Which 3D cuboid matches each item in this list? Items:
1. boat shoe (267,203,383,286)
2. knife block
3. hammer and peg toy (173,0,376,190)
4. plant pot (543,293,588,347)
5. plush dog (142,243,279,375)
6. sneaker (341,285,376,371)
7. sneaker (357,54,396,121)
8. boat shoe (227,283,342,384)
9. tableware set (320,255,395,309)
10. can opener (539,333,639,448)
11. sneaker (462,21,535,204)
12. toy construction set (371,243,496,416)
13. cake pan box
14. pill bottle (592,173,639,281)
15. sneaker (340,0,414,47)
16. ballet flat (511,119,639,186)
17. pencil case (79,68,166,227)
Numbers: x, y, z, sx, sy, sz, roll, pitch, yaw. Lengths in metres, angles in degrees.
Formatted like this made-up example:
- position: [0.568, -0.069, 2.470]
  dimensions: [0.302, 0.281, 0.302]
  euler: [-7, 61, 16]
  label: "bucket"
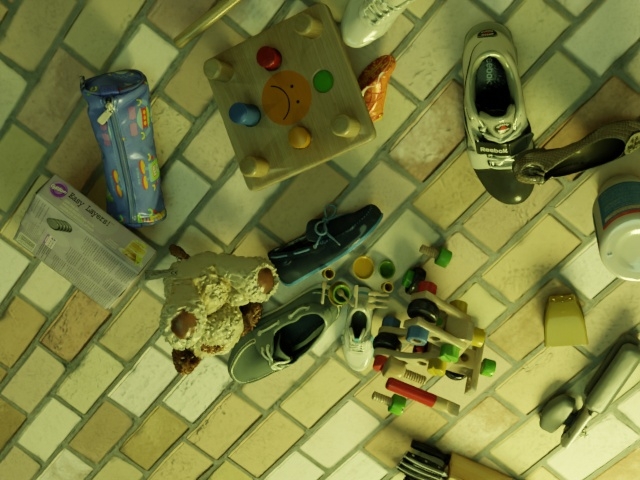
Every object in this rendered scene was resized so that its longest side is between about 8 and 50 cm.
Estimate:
- position: [0.000, 0.000, 1.737]
  dimensions: [0.258, 0.109, 0.089]
  euler: [-35, 102, 22]
  label: "boat shoe"
- position: [0.304, 0.514, 1.938]
  dimensions: [0.276, 0.088, 0.242]
  euler: [-17, 112, 20]
  label: "knife block"
- position: [-0.080, -0.293, 1.581]
  dimensions: [0.266, 0.127, 0.361]
  euler: [-23, 85, 21]
  label: "hammer and peg toy"
- position: [0.464, 0.149, 1.731]
  dimensions: [0.081, 0.081, 0.083]
  euler: [-6, 104, 14]
  label: "plant pot"
- position: [-0.225, 0.138, 1.793]
  dimensions: [0.211, 0.262, 0.225]
  euler: [32, 141, 39]
  label: "plush dog"
- position: [0.073, 0.192, 1.830]
  dimensions: [0.071, 0.083, 0.190]
  euler: [3, 118, 8]
  label: "sneaker"
- position: [0.092, -0.255, 1.624]
  dimensions: [0.067, 0.064, 0.175]
  euler: [18, 125, -21]
  label: "sneaker"
- position: [-0.087, 0.208, 1.860]
  dimensions: [0.319, 0.099, 0.116]
  euler: [-39, 103, 25]
  label: "boat shoe"
- position: [0.074, 0.079, 1.753]
  dimensions: [0.154, 0.024, 0.104]
  euler: [7, 84, -22]
  label: "tableware set"
- position: [0.534, 0.300, 1.792]
  dimensions: [0.093, 0.074, 0.280]
  euler: [28, 118, -2]
  label: "can opener"
- position: [0.300, -0.194, 1.557]
  dimensions: [0.122, 0.146, 0.330]
  euler: [-11, 115, 15]
  label: "sneaker"
- position: [0.237, 0.220, 1.702]
  dimensions: [0.237, 0.309, 0.257]
  euler: [23, 127, -6]
  label: "toy construction set"
- position: [-0.472, 0.013, 1.795]
  dimensions: [0.246, 0.070, 0.267]
  euler: [40, 147, -7]
  label: "cake pan box"
- position: [0.529, -0.032, 1.544]
  dimensions: [0.124, 0.221, 0.124]
  euler: [5, 118, 10]
  label: "pill bottle"
- position: [0.111, -0.407, 1.502]
  dimensions: [0.090, 0.115, 0.232]
  euler: [40, 117, -9]
  label: "sneaker"
- position: [0.449, -0.143, 1.550]
  dimensions: [0.250, 0.058, 0.084]
  euler: [-15, 133, -9]
  label: "ballet flat"
- position: [-0.368, -0.169, 1.713]
  dimensions: [0.119, 0.133, 0.306]
  euler: [-2, 117, 4]
  label: "pencil case"
